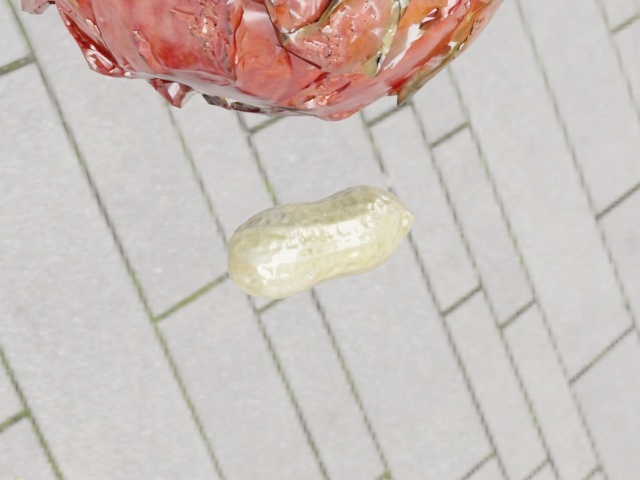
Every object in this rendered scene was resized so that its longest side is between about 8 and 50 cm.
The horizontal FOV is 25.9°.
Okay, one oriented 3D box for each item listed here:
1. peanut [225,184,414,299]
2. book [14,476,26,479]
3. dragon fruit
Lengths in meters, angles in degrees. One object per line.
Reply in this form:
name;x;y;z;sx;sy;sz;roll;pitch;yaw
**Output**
peanut;0.000;0.000;1.379;0.214;0.098;0.090;-14;92;-29
book;-0.325;0.360;1.293;0.018;0.170;0.242;20;44;-13
dragon fruit;-0.021;-0.211;0.709;0.295;0.295;0.302;12;94;-39
